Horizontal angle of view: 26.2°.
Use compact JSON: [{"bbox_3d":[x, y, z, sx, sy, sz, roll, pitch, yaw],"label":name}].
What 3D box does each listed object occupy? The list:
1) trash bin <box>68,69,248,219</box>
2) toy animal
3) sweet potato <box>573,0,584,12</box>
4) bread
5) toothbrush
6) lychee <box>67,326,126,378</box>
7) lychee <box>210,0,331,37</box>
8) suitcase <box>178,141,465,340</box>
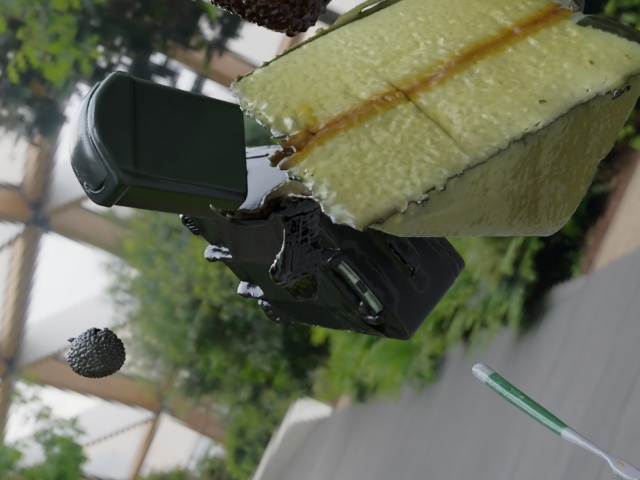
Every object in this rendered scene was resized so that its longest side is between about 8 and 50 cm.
[{"bbox_3d":[-0.221,-0.127,1.868,0.101,0.236,0.177,-42,47,50],"label":"trash bin"},{"bbox_3d":[-0.035,-0.042,1.583,0.272,0.197,0.160,121,157,-46],"label":"toy animal"},{"bbox_3d":[0.201,-0.381,1.587,0.098,0.310,0.124,-33,6,21],"label":"sweet potato"},{"bbox_3d":[0.105,-0.162,1.319,0.405,0.345,0.242,9,-69,-48],"label":"bread"},{"bbox_3d":[0.233,0.182,1.373,0.018,0.257,0.024,-26,-56,-21],"label":"toothbrush"},{"bbox_3d":[-0.300,0.150,1.829,0.067,0.083,0.068,98,-166,-46],"label":"lychee"},{"bbox_3d":[-0.058,-0.363,1.777,0.188,0.188,0.188,24,-90,-90],"label":"lychee"},{"bbox_3d":[0.000,0.000,1.981,0.194,0.283,0.434,-50,25,-19],"label":"suitcase"}]
